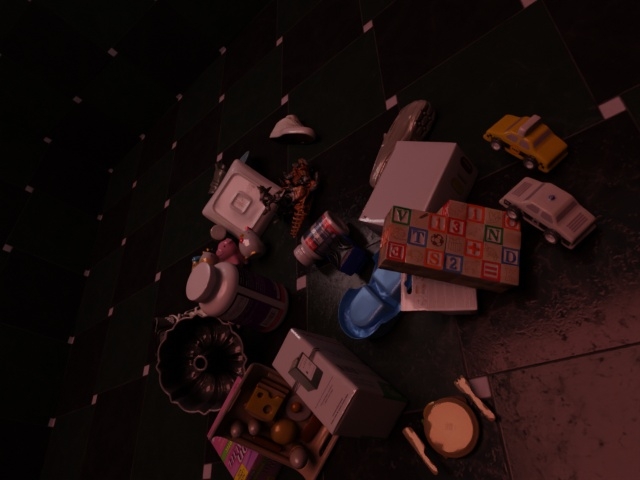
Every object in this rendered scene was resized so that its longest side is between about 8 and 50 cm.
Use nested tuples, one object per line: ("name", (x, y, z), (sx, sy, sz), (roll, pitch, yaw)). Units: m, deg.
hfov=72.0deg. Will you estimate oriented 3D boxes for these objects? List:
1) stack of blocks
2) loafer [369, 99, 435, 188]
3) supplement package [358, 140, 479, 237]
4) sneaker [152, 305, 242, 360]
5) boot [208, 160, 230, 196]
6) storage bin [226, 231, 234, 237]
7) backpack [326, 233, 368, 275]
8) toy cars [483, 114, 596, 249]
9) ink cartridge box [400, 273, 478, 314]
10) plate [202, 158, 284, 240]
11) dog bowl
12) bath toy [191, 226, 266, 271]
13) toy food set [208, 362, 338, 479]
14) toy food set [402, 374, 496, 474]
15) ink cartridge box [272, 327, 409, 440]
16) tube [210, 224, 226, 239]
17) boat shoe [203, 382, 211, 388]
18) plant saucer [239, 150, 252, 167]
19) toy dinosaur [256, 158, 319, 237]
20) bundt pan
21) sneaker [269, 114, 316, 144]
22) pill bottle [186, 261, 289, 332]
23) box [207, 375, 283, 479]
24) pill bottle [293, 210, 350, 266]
("stack of blocks", (0.294, 0.003, 1.010), (0.087, 0.297, 0.171), (105, 176, -71))
("loafer", (0.242, -0.292, 1.372), (0.319, 0.112, 0.111), (-57, 35, -7))
("supplement package", (0.267, -0.121, 1.202), (0.204, 0.145, 0.262), (18, 79, 50))
("sneaker", (-0.456, 0.302, 1.633), (0.447, 0.257, 0.169), (-54, 41, 8))
("boot", (-0.474, -0.275, 2.022), (0.161, 0.083, 0.246), (-62, 18, 2))
("storage bin", (-0.348, -0.108, 1.890), (0.180, 0.084, 0.122), (-58, 40, 6))
("backpack", (0.077, 0.045, 1.347), (0.098, 0.101, 0.120), (-54, 37, 6))
("toy cars", (0.489, -0.162, 0.994), (0.176, 0.087, 0.394), (-5, 57, 11))
("ink cartridge box", (0.291, 0.111, 1.086), (0.179, 0.045, 0.145), (-6, 64, 23))
("plate", (-0.317, -0.153, 1.792), (0.277, 0.045, 0.278), (35, 95, 12))
("dog bowl", (0.174, 0.145, 1.211), (0.297, 0.074, 0.166), (-54, 41, 9))
("bath toy", (-0.369, 0.054, 1.760), (0.348, 0.151, 0.129), (-27, 73, 30))
("toy food set", (-0.105, 0.482, 1.155), (0.220, 0.306, 0.092), (-61, 11, -2))
("toy food set", (0.288, 0.409, 0.976), (0.192, 0.038, 0.132), (-47, 49, 9))
("ink cartridge box", (0.043, 0.359, 1.121), (0.289, 0.211, 0.122), (30, 93, 51))
("tube", (-0.434, -0.023, 1.854), (0.240, 0.062, 0.070), (157, 119, -73))
("boat shoe", (-0.391, 0.504, 1.601), (0.184, 0.066, 0.063), (-53, 34, 11))
("plant saucer", (-0.398, -0.263, 1.998), (0.317, 0.043, 0.318), (-46, 23, 25))
("toy dinosaur", (-0.104, -0.165, 1.631), (0.218, 0.164, 0.322), (-16, 34, 21))
("bundt pan", (-0.380, 0.410, 1.505), (0.330, 0.124, 0.331), (-2, 84, 14))
("sneaker", (-0.110, -0.473, 1.833), (0.290, 0.106, 0.123), (17, 83, 51))
("pill bottle", (-0.270, 0.183, 1.457), (0.181, 0.323, 0.182), (-24, 52, 35))
("box", (-0.201, 0.571, 1.324), (0.243, 0.117, 0.214), (26, 88, 49))
("pill bottle", (0.000, 0.000, 1.449), (0.180, 0.108, 0.108), (-46, 42, 18))
